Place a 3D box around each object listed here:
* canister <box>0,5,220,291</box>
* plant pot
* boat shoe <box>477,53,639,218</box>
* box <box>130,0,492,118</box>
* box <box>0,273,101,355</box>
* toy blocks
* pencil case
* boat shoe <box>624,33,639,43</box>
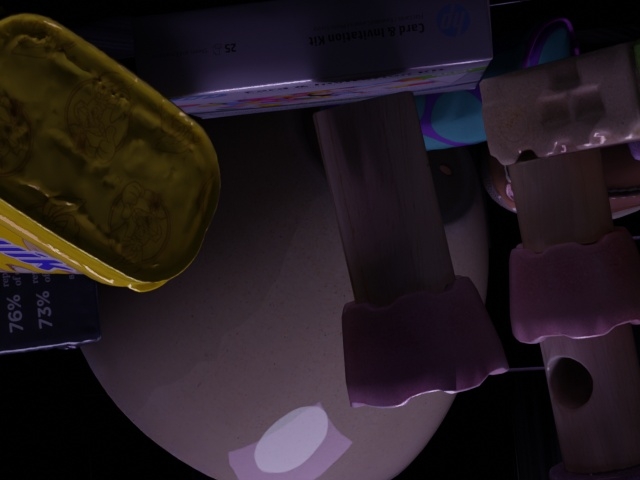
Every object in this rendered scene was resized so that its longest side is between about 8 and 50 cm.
[{"bbox_3d":[-0.142,-0.032,0.650,0.170,0.073,0.126,0,153,47],"label":"canister"},{"bbox_3d":[0.000,0.000,1.029,0.284,0.284,0.191,-7,147,-38],"label":"plant pot"},{"bbox_3d":[0.261,-0.089,1.081,0.324,0.123,0.116,-13,177,-21],"label":"boat shoe"},{"bbox_3d":[0.002,-0.084,0.717,0.145,0.038,0.186,-6,-179,3],"label":"box"},{"bbox_3d":[-0.239,-0.007,0.878,0.207,0.153,0.108,-5,-178,-24],"label":"box"},{"bbox_3d":[0.206,0.032,0.642,0.288,0.260,0.309,-11,-177,44],"label":"toy blocks"},{"bbox_3d":[0.072,-0.081,0.862,0.151,0.064,0.070,-4,-168,43],"label":"pencil case"},{"bbox_3d":[0.296,-0.091,0.908,0.285,0.092,0.103,-7,-178,-34],"label":"boat shoe"}]
